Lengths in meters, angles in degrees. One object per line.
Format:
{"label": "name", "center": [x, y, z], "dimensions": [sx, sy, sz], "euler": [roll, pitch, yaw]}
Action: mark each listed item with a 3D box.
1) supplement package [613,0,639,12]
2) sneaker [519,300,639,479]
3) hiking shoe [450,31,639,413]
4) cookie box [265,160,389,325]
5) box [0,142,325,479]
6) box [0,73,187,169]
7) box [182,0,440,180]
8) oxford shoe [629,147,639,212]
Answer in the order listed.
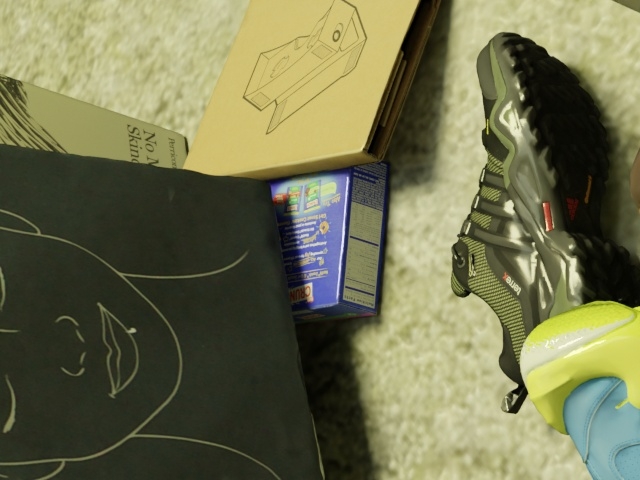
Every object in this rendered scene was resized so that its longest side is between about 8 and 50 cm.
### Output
{"label": "supplement package", "center": [0.141, -0.237, 1.075], "dimensions": [0.139, 0.244, 0.134], "euler": [-47, 46, 31]}
{"label": "sneaker", "center": [0.229, 0.070, 1.012], "dimensions": [0.240, 0.091, 0.126], "euler": [-18, 99, 30]}
{"label": "hiking shoe", "center": [0.113, -0.016, 1.159], "dimensions": [0.114, 0.086, 0.227], "euler": [-32, 55, 36]}
{"label": "cookie box", "center": [0.000, 0.000, 1.325], "dimensions": [0.092, 0.040, 0.107], "euler": [-10, 70, 48]}
{"label": "box", "center": [-0.263, 0.199, 1.199], "dimensions": [0.297, 0.472, 0.480], "euler": [-46, 45, 46]}
{"label": "box", "center": [-0.228, -0.050, 1.429], "dimensions": [0.094, 0.275, 0.113], "euler": [-34, 54, 39]}
{"label": "box", "center": [-0.005, -0.116, 1.354], "dimensions": [0.201, 0.021, 0.164], "euler": [-7, 56, 49]}
{"label": "oxford shoe", "center": [0.207, -0.024, 0.985], "dimensions": [0.098, 0.097, 0.271], "euler": [-54, 5, 33]}
